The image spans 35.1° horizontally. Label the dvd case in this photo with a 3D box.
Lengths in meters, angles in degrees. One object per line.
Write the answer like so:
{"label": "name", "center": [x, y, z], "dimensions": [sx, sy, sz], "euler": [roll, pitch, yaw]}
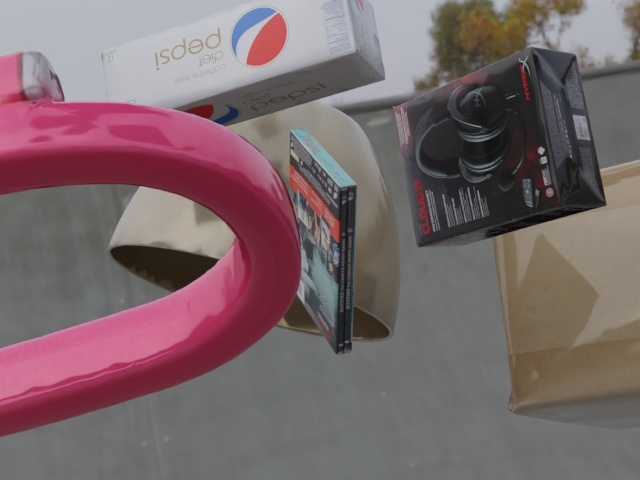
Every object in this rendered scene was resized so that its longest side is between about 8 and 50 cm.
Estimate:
{"label": "dvd case", "center": [0.000, 0.000, 0.637], "dimensions": [0.013, 0.119, 0.087], "euler": [-10, 31, -19]}

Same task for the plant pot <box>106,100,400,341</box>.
{"label": "plant pot", "center": [-0.044, -0.033, 0.993], "dimensions": [0.284, 0.191, 0.284], "euler": [15, -14, 4]}

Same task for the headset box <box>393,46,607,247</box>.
{"label": "headset box", "center": [0.067, -0.034, 0.408], "dimensions": [0.032, 0.062, 0.083], "euler": [-1, -11, -42]}

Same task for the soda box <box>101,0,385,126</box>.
{"label": "soda box", "center": [-0.063, -0.139, 0.808], "dimensions": [0.216, 0.069, 0.074], "euler": [-13, -13, 19]}

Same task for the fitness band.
{"label": "fitness band", "center": [-0.153, 0.019, 0.457], "dimensions": [0.290, 0.054, 0.209], "euler": [-16, -34, 6]}

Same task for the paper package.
{"label": "paper package", "center": [0.331, 0.042, 0.773], "dimensions": [0.324, 0.168, 0.309], "euler": [-14, -20, 29]}
